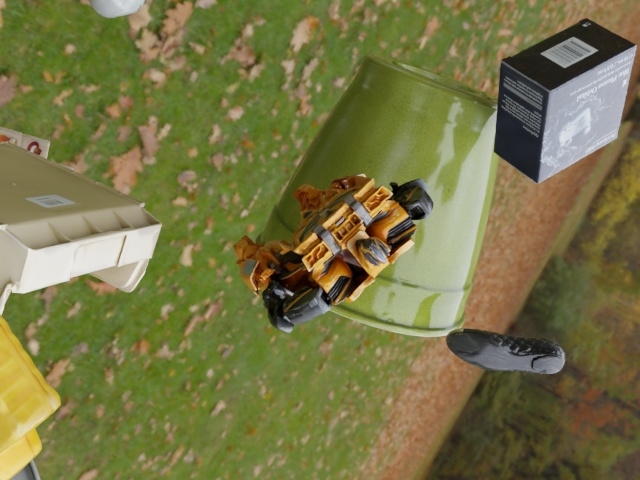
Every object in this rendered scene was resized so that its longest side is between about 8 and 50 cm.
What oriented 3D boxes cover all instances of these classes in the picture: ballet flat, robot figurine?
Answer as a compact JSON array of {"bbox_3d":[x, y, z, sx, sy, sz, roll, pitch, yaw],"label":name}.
[{"bbox_3d":[0.265,0.158,1.171,0.049,0.173,0.057,-78,179,-65],"label":"ballet flat"},{"bbox_3d":[0.000,0.000,0.863,0.211,0.085,0.291,-43,-168,-13],"label":"robot figurine"}]

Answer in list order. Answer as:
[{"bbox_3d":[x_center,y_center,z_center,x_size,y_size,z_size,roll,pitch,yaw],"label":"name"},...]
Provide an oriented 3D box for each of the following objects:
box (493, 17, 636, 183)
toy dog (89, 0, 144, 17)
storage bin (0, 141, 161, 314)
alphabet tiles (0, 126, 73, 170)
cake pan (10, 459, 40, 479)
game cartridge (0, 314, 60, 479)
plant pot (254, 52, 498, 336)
[{"bbox_3d":[0.324,-0.187,1.089,0.156,0.093,0.158,-29,140,-19],"label":"box"},{"bbox_3d":[-0.220,-0.458,0.999,0.161,0.220,0.333,-7,127,-23],"label":"toy dog"},{"bbox_3d":[-0.361,-0.012,0.922,0.123,0.261,0.262,-70,164,14],"label":"storage bin"},{"bbox_3d":[-0.492,-0.085,1.241,0.237,0.198,0.009,121,-22,-43],"label":"alphabet tiles"},{"bbox_3d":[-0.444,0.348,0.968,0.054,0.293,0.293,12,108,-58],"label":"cake pan"},{"bbox_3d":[-0.320,0.030,0.416,0.285,0.323,0.052,-30,-173,20],"label":"game cartridge"},{"bbox_3d":[0.121,-0.094,1.284,0.366,0.367,0.352,-22,134,-65],"label":"plant pot"}]
